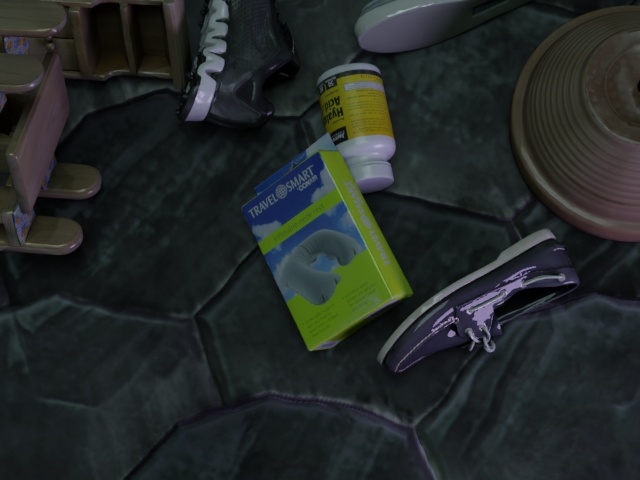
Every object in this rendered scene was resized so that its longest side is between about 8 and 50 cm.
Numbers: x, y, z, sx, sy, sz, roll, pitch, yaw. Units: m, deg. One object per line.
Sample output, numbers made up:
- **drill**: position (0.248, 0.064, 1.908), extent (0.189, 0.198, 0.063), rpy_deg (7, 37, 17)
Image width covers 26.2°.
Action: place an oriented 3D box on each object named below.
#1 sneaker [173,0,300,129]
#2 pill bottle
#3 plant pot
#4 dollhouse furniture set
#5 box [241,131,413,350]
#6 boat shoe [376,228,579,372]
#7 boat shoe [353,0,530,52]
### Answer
- **sneaker**: position (-0.067, -0.204, 1.357), extent (0.106, 0.078, 0.234), rpy_deg (19, 62, -14)
- **pill bottle**: position (0.037, -0.107, 1.325), extent (0.065, 0.065, 0.116), rpy_deg (-12, 74, 0)
- **plant pot**: position (0.300, -0.126, 1.292), extent (0.237, 0.109, 0.237), rpy_deg (-1, 73, 3)
- **dollhouse furniture set**: position (-0.226, -0.135, 1.279), extent (0.161, 0.212, 0.242), rpy_deg (5, 48, 6)
- **box**: position (0.000, 0.000, 1.286), extent (0.109, 0.042, 0.178), rpy_deg (-35, 73, 28)
- **boat shoe**: position (0.147, 0.068, 1.265), extent (0.206, 0.075, 0.065), rpy_deg (-33, 72, -11)
- **boat shoe**: position (0.130, -0.256, 1.361), extent (0.228, 0.079, 0.081), rpy_deg (-22, 67, -9)
